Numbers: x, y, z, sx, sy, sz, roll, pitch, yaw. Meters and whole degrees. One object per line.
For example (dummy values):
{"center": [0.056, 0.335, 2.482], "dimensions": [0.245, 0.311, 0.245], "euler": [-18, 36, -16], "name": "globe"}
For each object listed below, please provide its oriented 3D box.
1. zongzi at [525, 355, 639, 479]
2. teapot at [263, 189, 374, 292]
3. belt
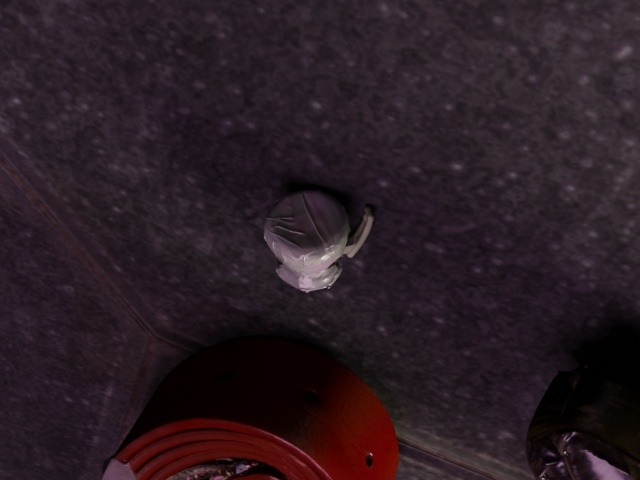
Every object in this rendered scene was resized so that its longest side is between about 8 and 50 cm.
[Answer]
{"center": [0.264, 0.235, 1.307], "dimensions": [0.289, 0.154, 0.317], "euler": [32, 147, -2], "name": "zongzi"}
{"center": [0.000, 0.000, 1.218], "dimensions": [0.083, 0.064, 0.064], "euler": [-14, 147, -6], "name": "teapot"}
{"center": [-0.070, 0.222, 1.436], "dimensions": [0.227, 0.115, 0.324], "euler": [40, 136, -6], "name": "belt"}
